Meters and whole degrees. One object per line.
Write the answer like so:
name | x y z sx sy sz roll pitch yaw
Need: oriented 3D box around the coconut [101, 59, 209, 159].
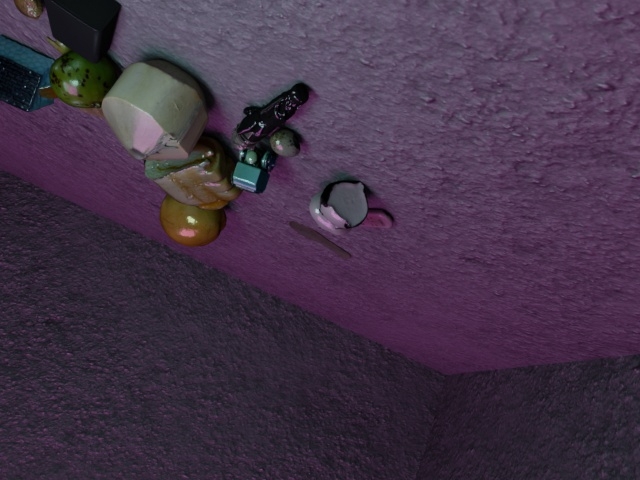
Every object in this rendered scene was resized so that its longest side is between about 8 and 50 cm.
coconut | -0.526 -0.398 1.430 0.323 0.323 0.323 21 158 9

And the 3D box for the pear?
pear | -0.615 -0.114 2.185 0.314 0.314 0.314 21 158 9

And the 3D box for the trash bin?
trash bin | -0.692 -0.639 1.307 0.165 0.115 0.225 32 161 -21

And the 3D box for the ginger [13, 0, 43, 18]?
ginger | -0.910 -0.735 1.369 0.165 0.067 0.096 37 158 3

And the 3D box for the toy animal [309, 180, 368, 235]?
toy animal | 0.060 -0.113 1.642 0.187 0.165 0.235 42 155 -10

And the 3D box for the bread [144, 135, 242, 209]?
bread | -0.472 -0.268 1.791 0.301 0.210 0.341 -10 153 18

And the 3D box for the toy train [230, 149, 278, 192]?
toy train | -0.235 -0.250 1.597 0.112 0.163 0.203 19 -177 5

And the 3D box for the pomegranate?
pomegranate | -0.798 -0.562 1.499 0.211 0.211 0.263 -12 104 55

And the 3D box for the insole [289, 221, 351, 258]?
insole | 0.000 0.000 2.170 0.348 0.009 0.119 32 156 -17

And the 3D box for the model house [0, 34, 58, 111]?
model house | -1.128 -0.579 1.713 0.261 0.241 0.226 24 156 -1

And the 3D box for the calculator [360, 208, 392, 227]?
calculator | 0.199 -0.086 1.742 0.175 0.032 0.100 6 152 39

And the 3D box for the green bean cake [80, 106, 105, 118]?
green bean cake | -0.818 -0.524 1.686 0.179 0.109 0.085 21 158 10

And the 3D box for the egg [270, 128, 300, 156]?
egg | -0.113 -0.316 1.468 0.110 0.085 0.085 31 157 -24

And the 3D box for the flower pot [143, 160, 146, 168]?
flower pot | -0.661 -0.334 1.924 0.107 0.157 0.157 2 152 15

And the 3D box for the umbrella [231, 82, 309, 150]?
umbrella | -0.164 -0.379 1.362 0.106 0.113 0.358 21 157 -33
